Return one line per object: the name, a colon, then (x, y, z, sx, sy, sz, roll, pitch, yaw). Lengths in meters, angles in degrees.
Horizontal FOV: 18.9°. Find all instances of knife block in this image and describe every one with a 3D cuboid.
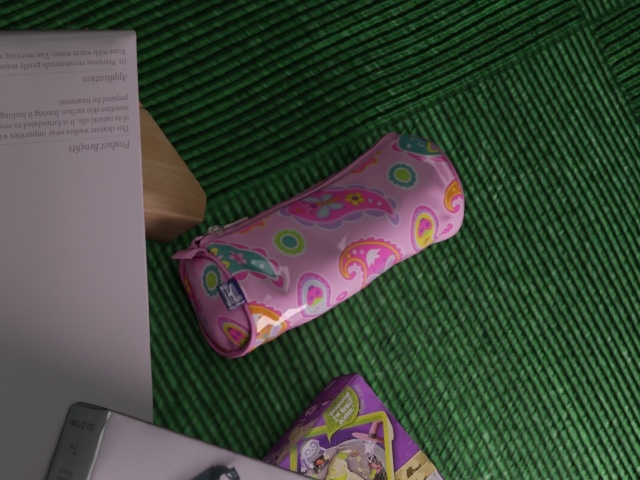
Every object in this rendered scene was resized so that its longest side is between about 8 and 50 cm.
knife block: (-0.270, -0.067, 1.699, 0.242, 0.088, 0.276, -38, 95, -29)

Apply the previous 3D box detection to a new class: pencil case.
pencil case: (0.000, 0.000, 1.798, 0.284, 0.124, 0.124, -29, 90, -28)

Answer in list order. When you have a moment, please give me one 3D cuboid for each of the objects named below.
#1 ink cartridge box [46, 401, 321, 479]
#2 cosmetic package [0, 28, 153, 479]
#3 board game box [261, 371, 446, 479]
ink cartridge box: (-0.116, 0.282, 1.559, 0.275, 0.060, 0.239, 24, 79, -37)
cosmetic package: (-0.263, 0.023, 1.552, 0.217, 0.156, 0.385, -5, 99, -36)
board game box: (-0.015, 0.310, 1.734, 0.347, 0.056, 0.208, -46, 109, -30)
